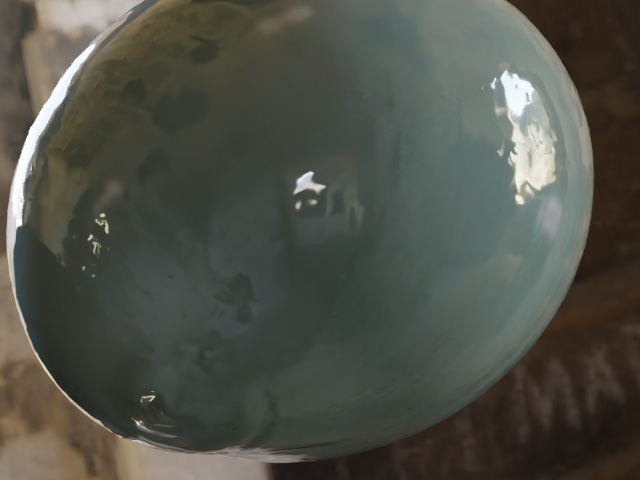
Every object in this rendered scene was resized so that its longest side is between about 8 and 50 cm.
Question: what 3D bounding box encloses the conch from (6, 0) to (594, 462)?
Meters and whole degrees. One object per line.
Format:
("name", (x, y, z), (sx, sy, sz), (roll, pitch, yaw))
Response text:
("conch", (0.001, 0.004, 0.518), (0.185, 0.121, 0.221), (-36, -23, 25))
